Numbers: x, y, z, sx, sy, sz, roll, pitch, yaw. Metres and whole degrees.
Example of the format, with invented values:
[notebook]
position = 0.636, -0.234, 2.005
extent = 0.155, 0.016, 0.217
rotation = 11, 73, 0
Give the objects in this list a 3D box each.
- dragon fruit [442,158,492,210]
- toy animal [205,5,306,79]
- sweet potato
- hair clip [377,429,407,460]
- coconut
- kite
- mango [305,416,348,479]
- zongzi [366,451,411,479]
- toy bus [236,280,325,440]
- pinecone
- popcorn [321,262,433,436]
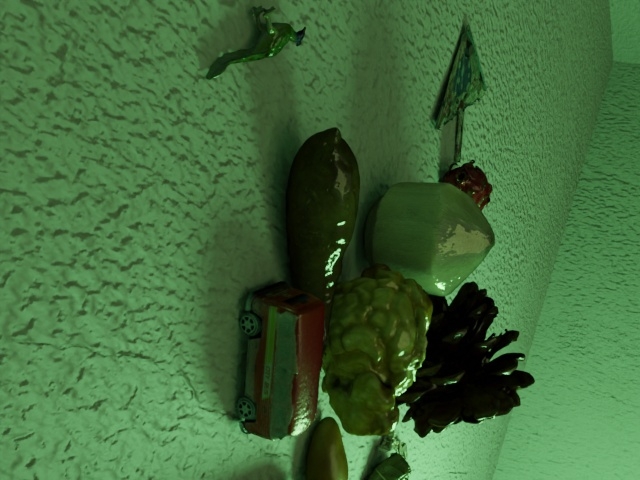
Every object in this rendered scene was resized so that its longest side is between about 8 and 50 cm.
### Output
[dragon fruit]
position = 0.370, -0.134, 1.951
extent = 0.166, 0.133, 0.136
rotation = 41, 23, -61
[toy animal]
position = -0.093, -0.295, 1.094
extent = 0.217, 0.041, 0.075
rotation = -36, 134, -46
[sweet potato]
position = -0.002, 0.000, 1.307
extent = 0.130, 0.130, 0.423
rotation = -33, 135, -53
[hair clip]
position = 0.203, 0.543, 2.020
extent = 0.226, 0.034, 0.072
rotation = 46, 60, -59
[coconut]
position = 0.236, -0.006, 1.593
extent = 0.237, 0.265, 0.238
rotation = -16, 109, -52
[kite]
position = 0.362, -0.370, 1.945
extent = 0.406, 0.014, 0.369
rotation = -38, 134, -52
[mango]
position = 0.015, 0.464, 1.579
extent = 0.102, 0.084, 0.184
rotation = -7, 102, -62
[zongzi]
position = 0.152, 0.640, 1.961
extent = 0.178, 0.081, 0.189
rotation = -38, 158, -14
[toy bus]
position = -0.064, 0.212, 1.278
extent = 0.121, 0.119, 0.265
rotation = -17, 116, -58
[pinecone]
position = 0.289, 0.239, 1.746
extent = 0.384, 0.384, 0.385
rotation = -35, 131, -52
[popcorn]
position = 0.094, 0.212, 1.471
extent = 0.265, 0.225, 0.332
rotation = 112, -17, -71
